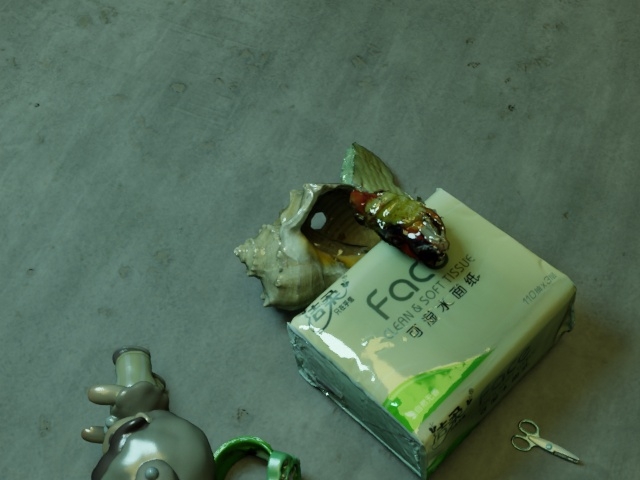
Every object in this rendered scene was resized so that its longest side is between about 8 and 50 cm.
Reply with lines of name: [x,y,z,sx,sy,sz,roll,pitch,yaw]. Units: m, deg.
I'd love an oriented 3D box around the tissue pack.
tissue pack: [0.197,0.155,1.709,0.405,0.205,0.332,-41,61,-21]

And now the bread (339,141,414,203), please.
bread: [0.103,-0.090,1.906,0.172,0.064,0.232,-9,55,-52]

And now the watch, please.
watch: [-0.118,0.414,1.622,0.152,0.131,0.165,5,60,17]

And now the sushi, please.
sushi: [0.143,-0.034,1.670,0.226,0.103,0.097,34,91,32]

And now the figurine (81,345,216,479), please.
figurine: [-0.284,0.344,1.599,0.203,0.248,0.380,0,37,-19]

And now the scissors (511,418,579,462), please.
scissors: [0.395,0.359,1.692,0.119,0.014,0.058,25,68,19]

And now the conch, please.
conch: [-0.008,-0.006,1.807,0.324,0.263,0.186,-9,40,-39]
